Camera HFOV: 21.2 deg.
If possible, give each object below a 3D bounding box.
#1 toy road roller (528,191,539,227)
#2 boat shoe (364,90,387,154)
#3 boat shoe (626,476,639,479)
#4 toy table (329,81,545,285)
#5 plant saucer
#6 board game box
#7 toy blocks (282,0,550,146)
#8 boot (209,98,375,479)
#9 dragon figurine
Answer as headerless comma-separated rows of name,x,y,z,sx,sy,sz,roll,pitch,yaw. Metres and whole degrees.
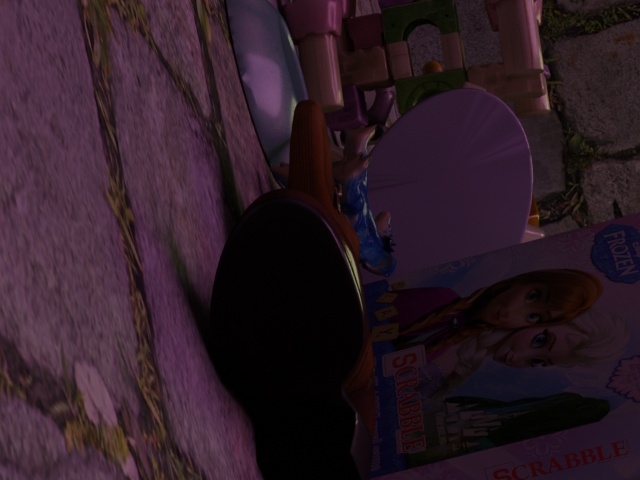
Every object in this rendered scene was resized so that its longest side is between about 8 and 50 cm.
toy road roller,0.162,0.065,2.094,0.329,0.202,0.240,-91,179,-61
boat shoe,0.062,-0.155,2.260,0.184,0.066,0.063,-95,-177,-65
boat shoe,0.260,0.267,1.477,0.091,0.114,0.302,53,33,-67
toy table,0.110,-0.029,1.739,0.252,0.274,0.161,33,10,-4
plant saucer,-0.039,-0.144,1.515,0.195,0.037,0.195,-15,90,-83
board game box,0.167,0.107,1.478,0.319,0.318,0.066,-93,166,-63
toy blocks,0.114,-0.269,1.952,0.309,0.288,0.260,29,53,-76
boot,0.000,0.000,1.131,0.280,0.096,0.264,-85,162,-48
dragon figurine,0.015,-0.006,1.423,0.289,0.085,0.144,-75,154,-69
